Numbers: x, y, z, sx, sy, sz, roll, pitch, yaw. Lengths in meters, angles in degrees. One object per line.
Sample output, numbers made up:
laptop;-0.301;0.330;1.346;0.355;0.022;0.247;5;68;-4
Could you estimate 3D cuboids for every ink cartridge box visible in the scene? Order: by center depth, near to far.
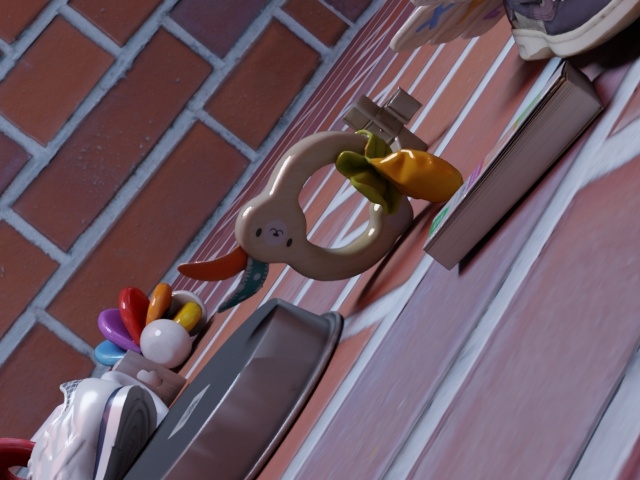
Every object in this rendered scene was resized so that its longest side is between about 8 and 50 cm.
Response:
ink cartridge box;-0.266;0.217;1.740;0.179;0.045;0.145;-55;-34;-2

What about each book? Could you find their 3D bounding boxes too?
book;0.127;-0.051;0.930;0.144;0.035;0.096;-51;2;17

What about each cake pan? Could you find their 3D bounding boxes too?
cake pan;-0.092;0.162;1.168;0.293;0.054;0.293;-51;7;9

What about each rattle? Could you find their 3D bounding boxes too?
rattle;0.000;0.000;1.106;0.199;0.130;0.143;-26;37;-19

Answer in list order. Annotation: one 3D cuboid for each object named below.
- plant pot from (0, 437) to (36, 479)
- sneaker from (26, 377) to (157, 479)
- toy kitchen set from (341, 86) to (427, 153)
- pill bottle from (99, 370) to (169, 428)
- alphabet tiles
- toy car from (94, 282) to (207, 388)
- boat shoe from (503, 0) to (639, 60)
plant pot;-0.313;0.305;1.330;0.174;0.191;0.191;-48;7;50
sneaker;-0.226;0.237;1.264;0.090;0.094;0.235;60;-138;-54
toy kitchen set;0.062;-0.099;1.357;0.068;0.083;0.075;-46;9;48
pill bottle;-0.265;0.251;1.637;0.184;0.103;0.103;-52;7;7
alphabet tiles;0.183;-0.254;1.152;0.284;0.021;0.278;-20;-22;-52
toy car;-0.261;0.138;2.050;0.182;0.136;0.159;-49;8;22
boat shoe;0.177;-0.188;0.965;0.103;0.092;0.285;-38;6;-3
